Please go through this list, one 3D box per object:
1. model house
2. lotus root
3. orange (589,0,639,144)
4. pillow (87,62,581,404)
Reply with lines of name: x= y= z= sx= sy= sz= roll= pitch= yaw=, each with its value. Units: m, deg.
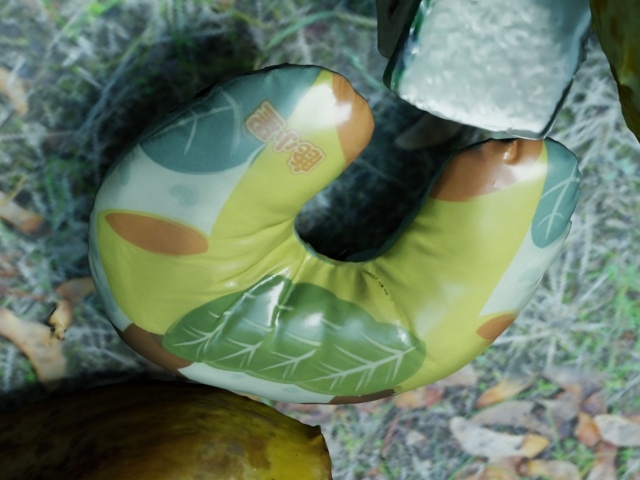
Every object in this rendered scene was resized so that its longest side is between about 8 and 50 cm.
model house: x=0.078 y=-0.118 z=0.931 sx=0.088 sy=0.100 sz=0.100 roll=16 pitch=115 yaw=-17
lotus root: x=-0.123 y=0.179 z=1.040 sx=0.291 sy=0.193 sz=0.193 roll=-24 pitch=126 yaw=0
orange: x=0.276 y=-0.108 z=0.805 sx=0.329 sy=0.249 sz=0.329 roll=1 pitch=156 yaw=1
pillow: x=0.000 y=0.000 z=0.989 sx=0.233 sy=0.086 sz=0.214 roll=19 pitch=129 yaw=-21
